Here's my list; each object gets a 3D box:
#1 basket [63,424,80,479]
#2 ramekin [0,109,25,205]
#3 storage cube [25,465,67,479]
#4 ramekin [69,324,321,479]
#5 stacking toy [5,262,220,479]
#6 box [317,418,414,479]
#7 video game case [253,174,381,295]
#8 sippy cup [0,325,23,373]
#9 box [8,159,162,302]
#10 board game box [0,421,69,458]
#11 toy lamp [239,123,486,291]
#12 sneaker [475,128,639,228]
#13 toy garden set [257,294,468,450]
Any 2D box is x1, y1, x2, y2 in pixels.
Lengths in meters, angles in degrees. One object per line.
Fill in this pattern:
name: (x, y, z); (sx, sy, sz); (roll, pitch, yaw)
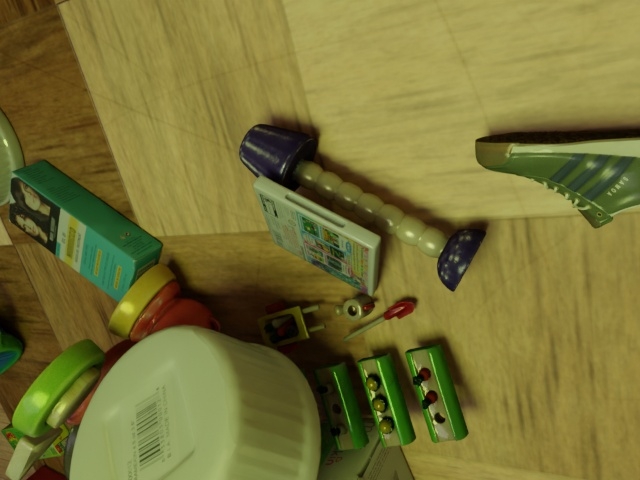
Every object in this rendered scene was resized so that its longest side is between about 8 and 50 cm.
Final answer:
basket: (-0.296, 0.385, 0.973); (0.227, 0.154, 0.204); (19, 124, 16)
ramekin: (-0.585, -0.136, 0.893); (0.207, 0.109, 0.207); (13, 121, 24)
storage cube: (-0.618, 0.664, 1.269); (0.184, 0.193, 0.215); (10, 118, 26)
ramekin: (-0.149, 0.231, 0.638); (0.277, 0.277, 0.135); (-8, 149, 33)
stacking toy: (-0.281, 0.217, 0.802); (0.130, 0.279, 0.309); (34, 127, 3)
box: (0.033, 0.404, 0.720); (0.127, 0.262, 0.231); (-14, 108, 34)
video game case: (0.000, 0.000, 0.629); (0.143, 0.019, 0.157); (28, 162, 15)
sippy cup: (-0.744, 0.181, 1.090); (0.224, 0.305, 0.240); (56, 172, 7)
box: (-0.360, -0.013, 0.857); (0.244, 0.060, 0.100); (33, 126, 11)
board game box: (-0.624, 0.433, 1.247); (0.181, 0.043, 0.092); (-23, 101, 36)
toy lamp: (0.037, -0.045, 0.604); (0.275, 0.080, 0.080); (28, 125, 12)
sneaker: (0.233, -0.050, 0.494); (0.192, 0.064, 0.086); (3, 111, 25)
toy garden set: (0.031, 0.159, 0.696); (0.244, 0.049, 0.203); (-19, 86, 33)
